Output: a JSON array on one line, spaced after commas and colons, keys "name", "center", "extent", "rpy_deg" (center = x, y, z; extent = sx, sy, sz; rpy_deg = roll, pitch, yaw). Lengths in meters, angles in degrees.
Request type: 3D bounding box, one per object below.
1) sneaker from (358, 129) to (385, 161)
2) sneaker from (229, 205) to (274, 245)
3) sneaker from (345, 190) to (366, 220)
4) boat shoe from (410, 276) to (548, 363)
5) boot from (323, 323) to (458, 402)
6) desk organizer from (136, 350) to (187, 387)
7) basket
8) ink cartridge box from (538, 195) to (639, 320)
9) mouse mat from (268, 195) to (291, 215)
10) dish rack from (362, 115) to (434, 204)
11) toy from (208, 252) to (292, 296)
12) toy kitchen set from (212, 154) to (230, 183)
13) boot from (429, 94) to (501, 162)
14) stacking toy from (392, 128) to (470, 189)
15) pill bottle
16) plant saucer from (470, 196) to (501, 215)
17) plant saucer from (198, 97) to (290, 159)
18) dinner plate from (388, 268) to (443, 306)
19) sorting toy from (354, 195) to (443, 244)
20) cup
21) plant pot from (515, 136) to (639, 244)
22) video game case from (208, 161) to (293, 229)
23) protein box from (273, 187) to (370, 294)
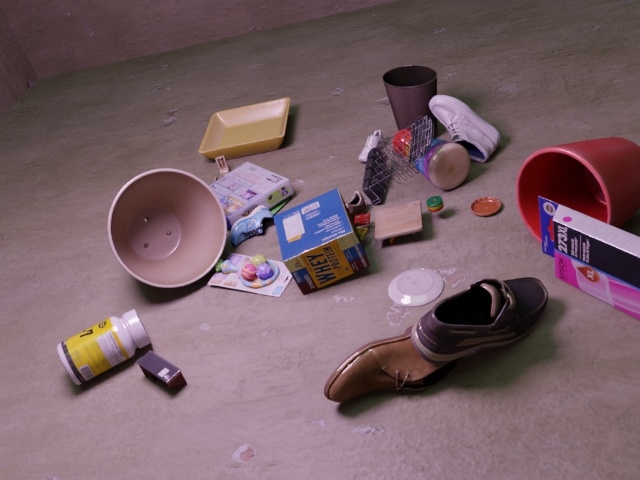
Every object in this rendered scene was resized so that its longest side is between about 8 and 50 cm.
[{"name": "sneaker", "center": [0.169, -0.322, 2.221], "extent": [0.053, 0.061, 0.152], "rpy_deg": [10, 45, 30]}, {"name": "sneaker", "center": [-0.208, -0.040, 1.993], "extent": [0.162, 0.063, 0.073], "rpy_deg": [-42, 57, -17]}, {"name": "sneaker", "center": [0.065, -0.074, 1.918], "extent": [0.066, 0.071, 0.188], "rpy_deg": [13, 44, 35]}, {"name": "boat shoe", "center": [0.359, 0.153, 1.383], "extent": [0.355, 0.130, 0.132], "rpy_deg": [-20, 59, -27]}, {"name": "boot", "center": [0.155, 0.276, 1.387], "extent": [0.305, 0.112, 0.115], "rpy_deg": [-24, 46, -13]}, {"name": "desk organizer", "center": [-0.385, 0.321, 1.585], "extent": [0.130, 0.050, 0.047], "rpy_deg": [19, 48, 40]}, {"name": "basket", "center": [0.316, -0.448, 2.187], "extent": [0.154, 0.227, 0.204], "rpy_deg": [-35, 38, -23]}, {"name": "ink cartridge box", "center": [0.616, 0.043, 1.441], "extent": [0.069, 0.176, 0.371], "rpy_deg": [-31, 37, -18]}, {"name": "mouse mat", "center": [-0.201, -0.100, 2.120], "extent": [0.152, 0.007, 0.190], "rpy_deg": [13, 46, 36]}, {"name": "dish rack", "center": [0.238, -0.248, 1.953], "extent": [0.271, 0.074, 0.208], "rpy_deg": [-29, 36, 38]}, {"name": "toy", "center": [-0.192, 0.080, 1.829], "extent": [0.237, 0.056, 0.137], "rpy_deg": [5, 41, 28]}, {"name": "toy kitchen set", "center": [-0.363, -0.245, 2.322], "extent": [0.068, 0.075, 0.083], "rpy_deg": [-16, 31, 3]}, {"name": "boot", "center": [0.436, -0.348, 2.041], "extent": [0.258, 0.095, 0.123], "rpy_deg": [33, 55, 7]}, {"name": "stacking toy", "center": [0.323, -0.272, 2.046], "extent": [0.141, 0.141, 0.330], "rpy_deg": [-26, 30, -12]}, {"name": "pill bottle", "center": [-0.549, 0.267, 1.667], "extent": [0.208, 0.119, 0.119], "rpy_deg": [-28, 37, -16]}, {"name": "plant saucer", "center": [0.463, -0.094, 1.830], "extent": [0.083, 0.013, 0.083], "rpy_deg": [-12, 36, 9]}, {"name": "plant saucer", "center": [-0.275, -0.418, 2.518], "extent": [0.332, 0.081, 0.333], "rpy_deg": [-10, 37, 10]}, {"name": "dinner plate", "center": [0.239, 0.113, 1.643], "extent": [0.141, 0.017, 0.141], "rpy_deg": [-11, 34, 8]}, {"name": "sorting toy", "center": [0.213, -0.042, 1.829], "extent": [0.274, 0.046, 0.132], "rpy_deg": [-13, 35, 15]}, {"name": "cup", "center": [-0.466, -0.028, 1.911], "extent": [0.331, 0.331, 0.237], "rpy_deg": [-34, 11, -23]}, {"name": "plant pot", "center": [0.662, -0.128, 1.604], "extent": [0.243, 0.275, 0.275], "rpy_deg": [-24, 34, -29]}, {"name": "video game case", "center": [-0.262, -0.151, 2.154], "extent": [0.244, 0.061, 0.269], "rpy_deg": [-34, 35, -22]}, {"name": "protein box", "center": [0.000, 0.000, 1.752], "extent": [0.199, 0.136, 0.201], "rpy_deg": [-24, 39, 6]}]
